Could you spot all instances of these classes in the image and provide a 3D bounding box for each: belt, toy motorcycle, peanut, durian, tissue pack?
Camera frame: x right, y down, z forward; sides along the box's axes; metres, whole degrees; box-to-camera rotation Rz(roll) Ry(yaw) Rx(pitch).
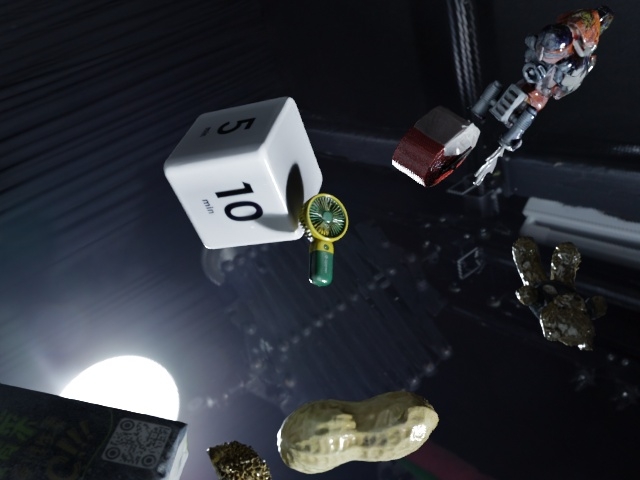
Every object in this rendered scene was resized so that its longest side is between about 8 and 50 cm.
[{"bbox_3d":[0.275,-0.212,1.334,0.124,0.201,0.128,39,-23,26],"label":"belt"},{"bbox_3d":[0.407,-0.293,1.132,0.134,0.207,0.401,48,-64,18],"label":"toy motorcycle"},{"bbox_3d":[0.061,0.336,1.035,0.136,0.298,0.120,64,16,-52],"label":"peanut"},{"bbox_3d":[-0.139,0.449,1.103,0.148,0.091,0.189,45,-20,41],"label":"durian"},{"bbox_3d":[-0.430,0.374,0.880,0.393,0.288,0.124,11,-55,0],"label":"tissue pack"}]

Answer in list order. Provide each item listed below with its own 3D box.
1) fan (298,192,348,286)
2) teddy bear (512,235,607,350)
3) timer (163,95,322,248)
[{"bbox_3d":[0.000,0.000,0.946,0.039,0.082,0.155,-27,-126,53],"label":"fan"},{"bbox_3d":[0.468,0.112,1.146,0.251,0.181,0.129,-84,174,-46],"label":"teddy bear"},{"bbox_3d":[-0.129,-0.119,1.038,0.194,0.194,0.193,-6,-52,22],"label":"timer"}]
